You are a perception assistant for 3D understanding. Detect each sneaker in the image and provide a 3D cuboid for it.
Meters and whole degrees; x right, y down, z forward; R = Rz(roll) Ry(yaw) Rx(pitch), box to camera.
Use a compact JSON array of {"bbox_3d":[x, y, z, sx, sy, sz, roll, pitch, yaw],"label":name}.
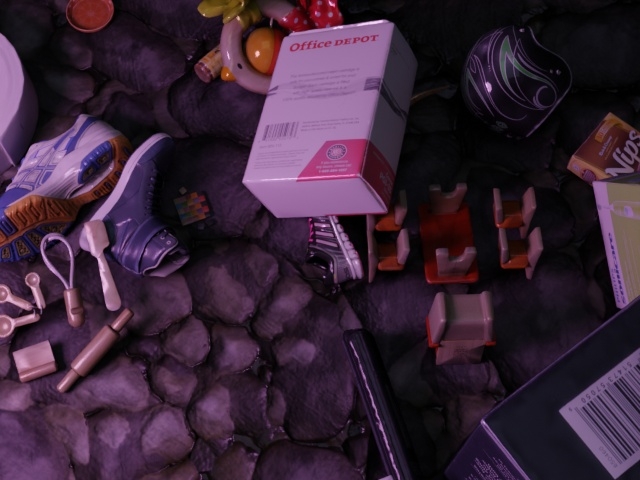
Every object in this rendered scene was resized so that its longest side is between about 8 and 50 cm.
[{"bbox_3d":[-0.442,-0.085,1.680,0.296,0.112,0.131,-38,55,-16],"label":"sneaker"},{"bbox_3d":[0.000,0.000,1.652,0.075,0.063,0.170,-27,71,-10],"label":"sneaker"},{"bbox_3d":[-0.252,-0.048,1.651,0.163,0.086,0.226,27,80,22],"label":"sneaker"}]

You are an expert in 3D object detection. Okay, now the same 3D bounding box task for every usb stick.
[{"bbox_3d":[0.095,0.259,1.542,0.045,0.077,0.278,-25,69,13],"label":"usb stick"}]

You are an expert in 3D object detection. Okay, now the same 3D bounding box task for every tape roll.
[{"bbox_3d":[-0.614,-0.224,1.725,0.286,0.100,0.286,0,67,0],"label":"tape roll"}]

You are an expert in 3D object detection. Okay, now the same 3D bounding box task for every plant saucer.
[{"bbox_3d":[-0.403,-0.400,1.841,0.084,0.013,0.083,0,68,1],"label":"plant saucer"}]

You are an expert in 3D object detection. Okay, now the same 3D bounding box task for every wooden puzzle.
[{"bbox_3d":[-0.208,-0.052,1.703,0.049,0.006,0.083,-19,69,-7],"label":"wooden puzzle"}]

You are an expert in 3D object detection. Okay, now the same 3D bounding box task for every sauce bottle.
[{"bbox_3d":[-0.159,-0.322,1.795,0.042,0.042,0.128,40,69,15],"label":"sauce bottle"}]

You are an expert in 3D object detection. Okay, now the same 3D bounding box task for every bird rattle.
[{"bbox_3d":[-0.082,-0.348,1.767,0.254,0.143,0.206,8,92,-34],"label":"bird rattle"}]

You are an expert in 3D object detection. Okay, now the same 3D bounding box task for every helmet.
[{"bbox_3d":[0.307,-0.262,1.705,0.161,0.169,0.169,39,72,-3],"label":"helmet"}]

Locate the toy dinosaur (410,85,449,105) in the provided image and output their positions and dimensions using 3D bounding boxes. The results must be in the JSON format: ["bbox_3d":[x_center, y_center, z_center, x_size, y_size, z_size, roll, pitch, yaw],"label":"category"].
[{"bbox_3d":[0.107,-0.192,1.740,0.112,0.064,0.211,32,81,-1],"label":"toy dinosaur"}]

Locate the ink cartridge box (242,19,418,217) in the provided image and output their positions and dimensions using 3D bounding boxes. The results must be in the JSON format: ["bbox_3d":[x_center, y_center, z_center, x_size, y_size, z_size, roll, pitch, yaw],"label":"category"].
[{"bbox_3d":[0.022,-0.186,1.631,0.207,0.117,0.283,-2,61,29],"label":"ink cartridge box"}]

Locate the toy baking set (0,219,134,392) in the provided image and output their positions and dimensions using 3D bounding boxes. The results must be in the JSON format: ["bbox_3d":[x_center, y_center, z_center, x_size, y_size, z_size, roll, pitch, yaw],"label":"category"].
[{"bbox_3d":[-0.387,0.099,1.591,0.256,0.030,0.197,-44,88,-2],"label":"toy baking set"}]

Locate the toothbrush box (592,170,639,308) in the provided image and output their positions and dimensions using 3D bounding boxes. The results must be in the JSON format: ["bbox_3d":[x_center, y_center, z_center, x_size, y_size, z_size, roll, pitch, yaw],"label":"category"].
[{"bbox_3d":[0.511,0.005,1.500,0.122,0.283,0.206,-14,95,-6],"label":"toothbrush box"}]

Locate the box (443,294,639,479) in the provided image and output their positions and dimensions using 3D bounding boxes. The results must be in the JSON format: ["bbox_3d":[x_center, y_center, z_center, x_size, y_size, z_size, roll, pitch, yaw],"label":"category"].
[{"bbox_3d":[0.353,0.269,1.363,0.293,0.395,0.212,-35,73,-12],"label":"box"}]

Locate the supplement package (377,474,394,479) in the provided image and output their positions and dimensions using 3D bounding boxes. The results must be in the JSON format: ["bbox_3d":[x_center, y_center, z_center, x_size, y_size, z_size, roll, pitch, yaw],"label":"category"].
[{"bbox_3d":[0.010,0.469,1.417,0.262,0.145,0.204,-19,69,-7],"label":"supplement package"}]

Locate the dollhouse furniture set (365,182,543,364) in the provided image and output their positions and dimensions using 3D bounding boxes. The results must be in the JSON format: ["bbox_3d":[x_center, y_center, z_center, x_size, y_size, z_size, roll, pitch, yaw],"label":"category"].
[{"bbox_3d":[0.203,0.046,1.620,0.262,0.135,0.259,-2,57,-1],"label":"dollhouse furniture set"}]

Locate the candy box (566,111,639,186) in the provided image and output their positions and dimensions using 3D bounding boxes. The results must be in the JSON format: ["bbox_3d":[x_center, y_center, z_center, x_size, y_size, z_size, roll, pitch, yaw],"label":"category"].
[{"bbox_3d":[0.509,-0.110,1.702,0.187,0.053,0.109,38,73,15],"label":"candy box"}]
